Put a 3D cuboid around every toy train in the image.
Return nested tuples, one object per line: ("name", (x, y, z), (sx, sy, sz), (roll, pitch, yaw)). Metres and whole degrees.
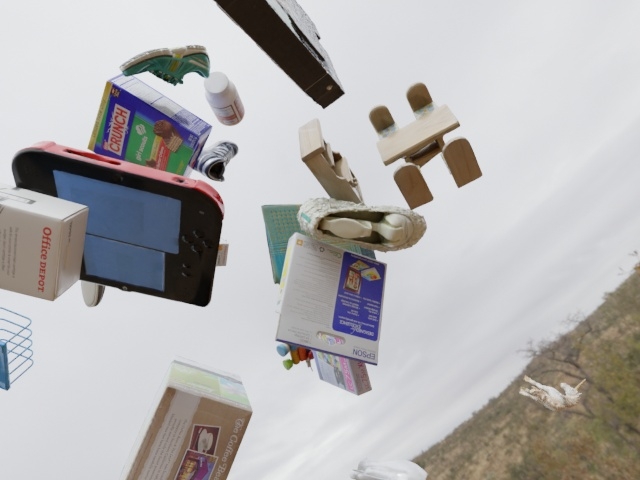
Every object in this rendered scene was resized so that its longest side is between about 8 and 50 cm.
("toy train", (-0.101, 0.508, 1.757), (0.143, 0.105, 0.247), (-30, -61, -37))

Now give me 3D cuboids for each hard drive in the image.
("hard drive", (-0.095, -0.405, 0.703), (0.064, 0.236, 0.339), (-31, -31, 21))

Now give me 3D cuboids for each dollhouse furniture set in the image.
("dollhouse furniture set", (0.172, -0.276, 1.143), (0.394, 0.362, 0.256), (-27, -51, 17))

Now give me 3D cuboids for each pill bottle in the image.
("pill bottle", (-0.370, -0.542, 1.569), (0.121, 0.121, 0.216), (-34, -12, -6))

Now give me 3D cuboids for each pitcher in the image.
("pitcher", (0.198, 0.698, 1.187), (0.178, 0.207, 0.125), (43, -126, -57))

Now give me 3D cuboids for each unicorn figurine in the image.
("unicorn figurine", (0.479, 0.320, 0.852), (0.162, 0.111, 0.060), (-11, -63, -57))

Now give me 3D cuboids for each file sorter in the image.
("file sorter", (-0.825, 0.276, 1.058), (0.104, 0.118, 0.170), (-66, -3, -61))

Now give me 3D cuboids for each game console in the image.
("game console", (-0.403, -0.011, 0.843), (0.387, 0.060, 0.341), (14, -54, -7))

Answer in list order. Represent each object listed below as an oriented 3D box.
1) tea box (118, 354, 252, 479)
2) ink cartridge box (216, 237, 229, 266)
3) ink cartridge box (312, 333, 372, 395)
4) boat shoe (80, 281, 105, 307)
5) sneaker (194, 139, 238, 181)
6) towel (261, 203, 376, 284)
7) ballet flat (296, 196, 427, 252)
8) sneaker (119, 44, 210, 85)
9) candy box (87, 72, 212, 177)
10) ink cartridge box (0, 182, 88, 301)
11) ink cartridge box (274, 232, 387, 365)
("tea box", (-0.351, 0.513, 1.053), (0.220, 0.323, 0.328), (24, -100, -16))
("ink cartridge box", (-0.405, 0.039, 1.495), (0.143, 0.090, 0.092), (-1, -71, -37))
("ink cartridge box", (0.042, 0.373, 1.324), (0.065, 0.185, 0.311), (-14, -1, -24))
("boat shoe", (-0.870, 0.096, 1.602), (0.112, 0.335, 0.095), (-25, -20, 26))
("sneaker", (-0.385, -0.311, 1.601), (0.282, 0.153, 0.099), (-33, -35, -51))
("towel", (0.000, 0.000, 1.366), (0.370, 0.271, 0.040), (-5, -18, -23))
("ballet flat", (0.137, -0.030, 1.151), (0.409, 0.147, 0.147), (5, -48, -18))
("sneaker", (-0.462, -0.527, 1.248), (0.275, 0.107, 0.109), (-22, -63, -30))
("candy box", (-0.563, -0.342, 1.351), (0.317, 0.122, 0.268), (31, -57, -9))
("ink cartridge box", (-0.502, -0.005, 0.661), (0.203, 0.086, 0.148), (16, -71, -8))
("ink cartridge box", (0.032, 0.165, 1.142), (0.304, 0.307, 0.072), (20, -25, -19))
